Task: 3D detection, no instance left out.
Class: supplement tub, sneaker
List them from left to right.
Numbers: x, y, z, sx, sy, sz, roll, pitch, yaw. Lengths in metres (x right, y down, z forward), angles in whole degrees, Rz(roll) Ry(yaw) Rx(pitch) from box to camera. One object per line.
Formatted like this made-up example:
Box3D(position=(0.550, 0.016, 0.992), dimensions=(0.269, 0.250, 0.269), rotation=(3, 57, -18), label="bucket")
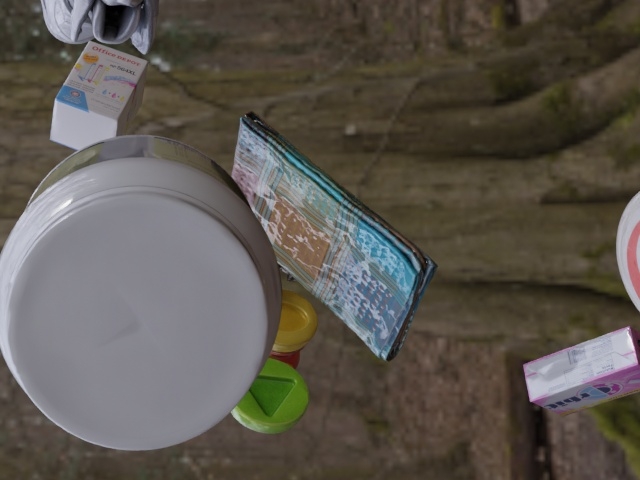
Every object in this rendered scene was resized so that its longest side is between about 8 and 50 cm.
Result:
Box3D(position=(-0.339, -0.355, 2.019), dimensions=(0.366, 0.137, 0.210), rotation=(134, 137, -54), label="sneaker")
Box3D(position=(-0.157, 0.037, 1.161), dimensions=(0.325, 0.235, 0.235), rotation=(-127, 32, -78), label="supplement tub")

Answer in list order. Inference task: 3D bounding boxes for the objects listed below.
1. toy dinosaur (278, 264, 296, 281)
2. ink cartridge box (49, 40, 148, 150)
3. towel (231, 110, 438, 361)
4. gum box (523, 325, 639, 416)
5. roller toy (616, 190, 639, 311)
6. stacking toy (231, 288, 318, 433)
Box3D(position=(-0.101, 0.018, 2.285), dimensions=(0.218, 0.321, 0.164), rotation=(16, -120, -82), label="toy dinosaur")
Box3D(position=(-0.302, -0.199, 1.853), dimensions=(0.090, 0.092, 0.143), rotation=(111, 179, -51), label="ink cartridge box")
Box3D(position=(0.000, 0.000, 2.018), dimensions=(0.040, 0.370, 0.271), rotation=(-39, -20, -31), label="towel")
Box3D(position=(0.410, 0.194, 1.973), dimensions=(0.107, 0.188, 0.062), rotation=(27, -133, -47), label="gum box")
Box3D(position=(0.424, 0.005, 1.401), dimensions=(0.146, 0.191, 0.209), rotation=(-23, -38, -34), label="roller toy")
Box3D(position=(-0.160, 0.214, 2.146), dimensions=(0.130, 0.308, 0.280), rotation=(109, 161, -44), label="stacking toy")
